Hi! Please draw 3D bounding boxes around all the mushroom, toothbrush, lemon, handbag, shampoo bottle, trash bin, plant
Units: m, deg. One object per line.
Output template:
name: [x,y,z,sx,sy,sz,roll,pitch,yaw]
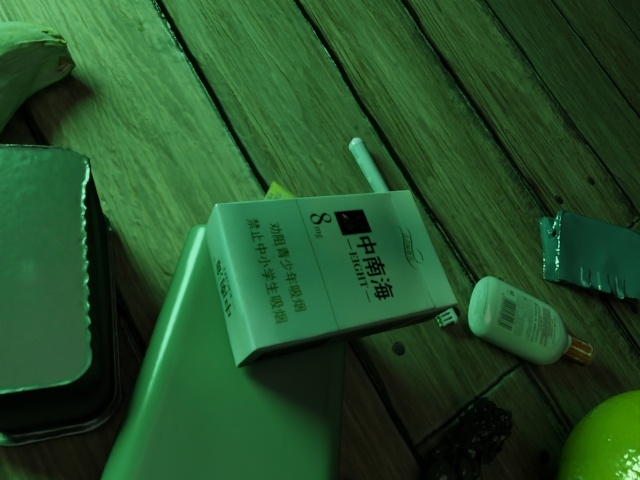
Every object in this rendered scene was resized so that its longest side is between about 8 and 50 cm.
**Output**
mushroom: [-0.418,-0.136,0.539,0.123,0.095,0.350,34,59,-29]
toothbrush: [0.130,-0.018,0.748,0.030,0.025,0.341,-19,78,-25]
lemon: [0.449,0.328,0.614,0.236,0.236,0.263,29,80,-9]
handbag: [0.518,0.033,0.869,0.221,0.057,0.144,16,68,-16]
shampoo bottle: [0.345,0.144,0.750,0.221,0.051,0.107,26,60,-11]
trash bin: [-0.096,0.178,0.500,0.223,0.158,0.343,17,58,-16]
plant: [0.198,0.282,0.622,0.174,0.087,0.085,-35,110,-26]

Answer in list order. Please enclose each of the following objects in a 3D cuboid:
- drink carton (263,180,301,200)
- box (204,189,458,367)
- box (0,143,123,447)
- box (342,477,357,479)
drink carton: [0.000,0.000,0.657,0.200,0.074,0.084,31,61,-9]
box: [0.014,0.030,0.498,0.243,0.067,0.155,-6,67,-28]
box: [-0.279,0.055,0.461,0.139,0.178,0.273,-4,70,-23]
box: [0.047,0.350,0.550,0.051,0.036,0.117,-25,79,-30]
